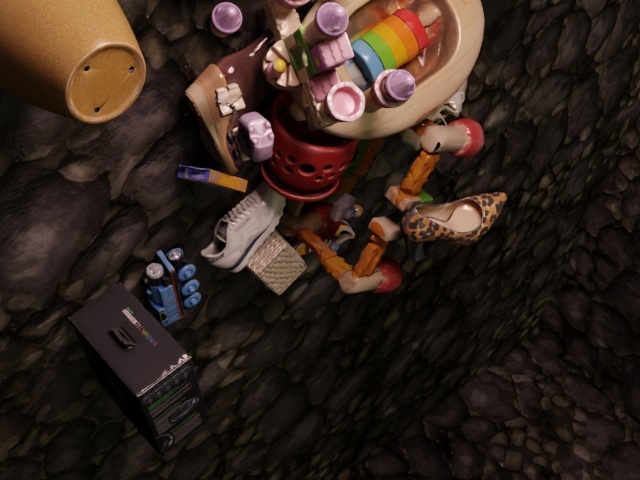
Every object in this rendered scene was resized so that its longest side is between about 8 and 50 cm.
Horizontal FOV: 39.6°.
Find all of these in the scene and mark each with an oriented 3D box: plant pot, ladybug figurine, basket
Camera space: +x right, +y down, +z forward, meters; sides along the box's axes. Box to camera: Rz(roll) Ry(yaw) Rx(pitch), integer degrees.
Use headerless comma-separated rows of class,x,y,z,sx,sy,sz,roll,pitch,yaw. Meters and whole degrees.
plant pot,-0.350,-0.270,1.179,0.237,0.254,0.237,-35,150,-24
plant pot,-0.024,-0.188,1.803,0.191,0.191,0.174,-28,152,-33
ladybug figurine,0.112,-0.363,1.715,0.449,0.305,0.162,-34,-170,-17
basket,-0.115,0.038,2.036,0.113,0.103,0.167,-46,152,-4

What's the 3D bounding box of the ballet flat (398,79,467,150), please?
ballet flat,0.298,-0.316,2.202,0.248,0.086,0.086,-44,151,-9

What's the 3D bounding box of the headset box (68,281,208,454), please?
headset box,-0.366,0.258,1.806,0.131,0.246,0.283,-36,150,-23

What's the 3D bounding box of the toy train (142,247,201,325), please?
toy train,-0.314,0.095,1.860,0.105,0.080,0.184,-29,147,-21

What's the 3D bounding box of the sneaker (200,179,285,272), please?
sneaker,-0.162,-0.040,1.905,0.094,0.090,0.235,27,98,-40

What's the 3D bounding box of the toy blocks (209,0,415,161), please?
toy blocks,-0.015,-0.314,1.446,0.308,0.289,0.260,-21,-176,-18

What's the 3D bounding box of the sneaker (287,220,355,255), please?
sneaker,0.000,0.000,2.170,0.185,0.084,0.070,-32,147,-29

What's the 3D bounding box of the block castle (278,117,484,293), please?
block castle,0.129,-0.129,1.965,0.212,0.303,0.453,-10,135,-51

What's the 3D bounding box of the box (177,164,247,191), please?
box,-0.214,-0.121,1.727,0.136,0.081,0.028,10,91,-58

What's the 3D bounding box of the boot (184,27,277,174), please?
boot,-0.134,-0.253,1.666,0.207,0.090,0.248,-38,146,-14

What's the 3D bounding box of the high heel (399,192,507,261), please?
high heel,0.285,-0.061,1.847,0.261,0.093,0.186,-30,153,-7
